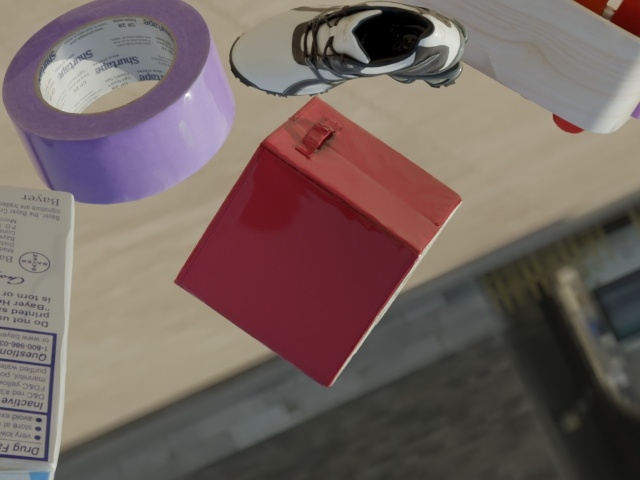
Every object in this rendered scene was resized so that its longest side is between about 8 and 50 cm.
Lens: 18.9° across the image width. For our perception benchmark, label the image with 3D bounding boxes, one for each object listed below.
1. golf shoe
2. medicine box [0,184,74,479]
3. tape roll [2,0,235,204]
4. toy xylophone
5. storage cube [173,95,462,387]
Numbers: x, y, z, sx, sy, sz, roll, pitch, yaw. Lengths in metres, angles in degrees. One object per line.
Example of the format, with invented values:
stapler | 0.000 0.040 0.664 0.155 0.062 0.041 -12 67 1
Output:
golf shoe | 0.014 -0.161 1.527 0.198 0.077 0.094 -4 169 16
medicine box | -0.266 0.144 1.381 0.149 0.289 0.263 7 129 -9
tape roll | -0.174 -0.125 1.670 0.189 0.189 0.080 -24 133 -4
toy xylophone | 0.211 -0.237 1.850 0.236 0.323 0.081 -51 -175 38
storage cube | 0.000 0.000 1.966 0.215 0.193 0.183 -57 176 26
